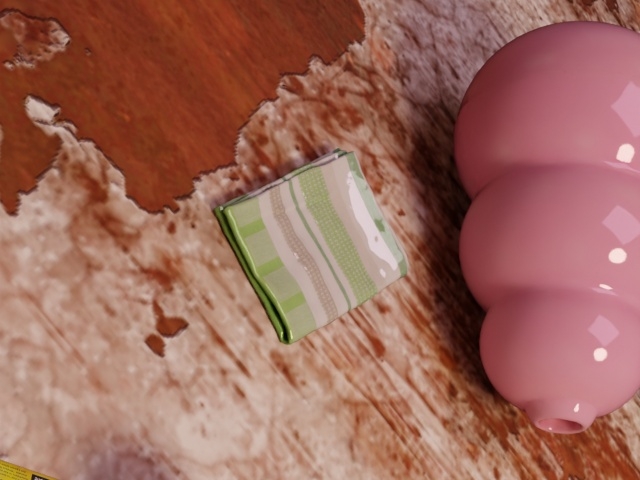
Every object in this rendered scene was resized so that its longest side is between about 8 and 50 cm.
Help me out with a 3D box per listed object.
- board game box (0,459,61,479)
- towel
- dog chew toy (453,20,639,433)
[{"bbox_3d":[-0.222,0.176,0.517,0.194,0.060,0.194,29,52,-32],"label":"board game box"},{"bbox_3d":[0.000,0.000,0.864,0.152,0.023,0.113,-29,89,-49],"label":"towel"},{"bbox_3d":[0.203,-0.009,0.951,0.206,0.206,0.332,27,59,-33],"label":"dog chew toy"}]
